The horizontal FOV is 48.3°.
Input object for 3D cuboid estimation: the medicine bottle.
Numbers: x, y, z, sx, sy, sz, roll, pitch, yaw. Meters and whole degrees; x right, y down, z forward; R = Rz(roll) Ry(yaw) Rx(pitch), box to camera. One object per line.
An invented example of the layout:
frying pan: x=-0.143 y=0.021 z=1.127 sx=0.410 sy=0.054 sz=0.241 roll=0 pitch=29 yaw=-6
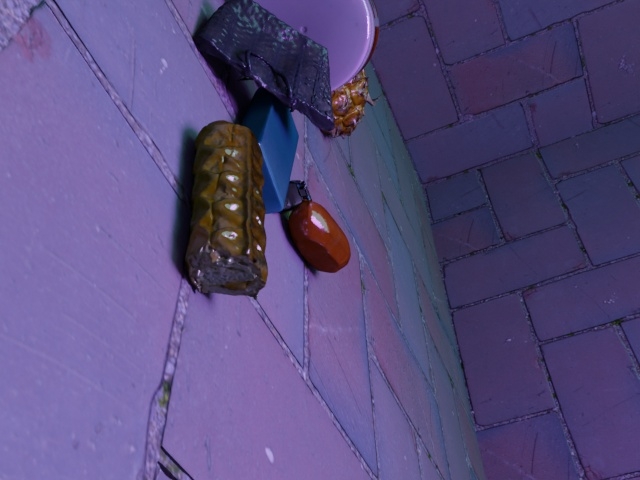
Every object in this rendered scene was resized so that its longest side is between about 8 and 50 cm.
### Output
medicine bottle: x=-0.013 y=-0.423 z=1.424 sx=0.241 sy=0.252 sz=0.253 roll=-66 pitch=135 yaw=-70

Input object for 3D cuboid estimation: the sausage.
sausage: x=0.000 y=0.000 z=1.273 sx=0.179 sy=0.089 sz=0.089 roll=52 pitch=23 yaw=-43

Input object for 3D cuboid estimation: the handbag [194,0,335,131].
handbag: x=-0.083 y=-0.296 z=1.196 sx=0.270 sy=0.088 sz=0.175 roll=29 pitch=38 yaw=-22

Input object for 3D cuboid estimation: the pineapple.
pineapple: x=0.068 y=-0.350 z=1.838 sx=0.334 sy=0.158 sz=0.161 roll=30 pitch=43 yaw=-70

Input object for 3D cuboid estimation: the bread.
bread: x=-0.115 y=-0.051 z=0.891 sx=0.270 sy=0.098 sz=0.087 roll=-96 pitch=-157 yaw=-43

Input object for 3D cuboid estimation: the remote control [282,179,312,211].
remote control: x=-0.055 y=-0.082 z=1.283 sx=0.212 sy=0.028 sz=0.059 roll=-24 pitch=96 yaw=-76

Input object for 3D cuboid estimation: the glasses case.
glasses case: x=-0.092 y=-0.158 z=1.176 sx=0.301 sy=0.070 sz=0.117 roll=-86 pitch=159 yaw=-62
